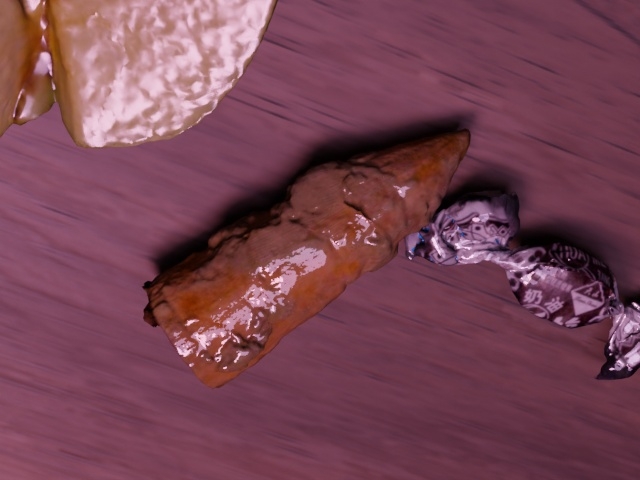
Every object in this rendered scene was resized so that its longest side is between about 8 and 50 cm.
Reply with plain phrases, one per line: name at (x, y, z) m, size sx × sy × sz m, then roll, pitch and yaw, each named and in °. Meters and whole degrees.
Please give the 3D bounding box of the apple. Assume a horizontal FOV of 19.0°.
apple at (-0.179, -0.199, 1.146) m, size 0.295 × 0.233 × 0.257 m, roll -13°, pitch 132°, yaw -19°

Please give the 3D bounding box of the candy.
candy at (0.168, 0.031, 1.424) m, size 0.226 × 0.051 × 0.094 m, roll 28°, pitch 120°, yaw -19°

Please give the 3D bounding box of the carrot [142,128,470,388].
carrot at (0.000, 0.000, 1.365) m, size 0.263 × 0.102 × 0.102 m, roll -34°, pitch 117°, yaw 2°
